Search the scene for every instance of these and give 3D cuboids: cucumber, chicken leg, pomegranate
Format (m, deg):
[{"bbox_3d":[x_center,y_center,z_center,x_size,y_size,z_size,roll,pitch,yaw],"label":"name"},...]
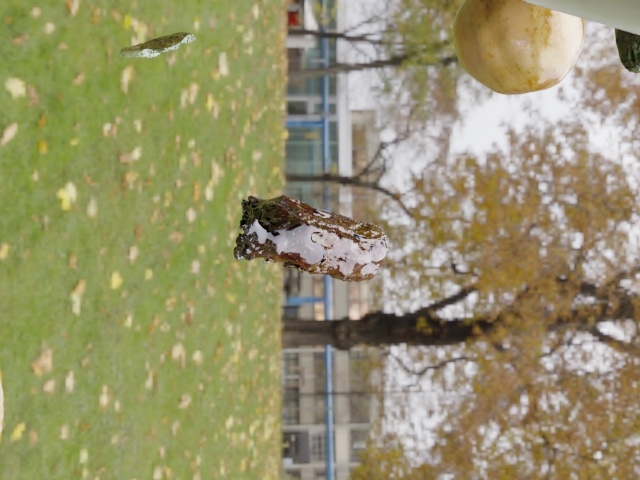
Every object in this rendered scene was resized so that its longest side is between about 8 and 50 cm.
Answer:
[{"bbox_3d":[0.548,-0.418,1.654,0.081,0.072,0.303,114,-16,-52],"label":"cucumber"},{"bbox_3d":[0.000,0.000,0.898,0.105,0.234,0.063,41,-70,41],"label":"chicken leg"},{"bbox_3d":[0.312,-0.329,1.476,0.207,0.207,0.207,179,-90,-85],"label":"pomegranate"}]

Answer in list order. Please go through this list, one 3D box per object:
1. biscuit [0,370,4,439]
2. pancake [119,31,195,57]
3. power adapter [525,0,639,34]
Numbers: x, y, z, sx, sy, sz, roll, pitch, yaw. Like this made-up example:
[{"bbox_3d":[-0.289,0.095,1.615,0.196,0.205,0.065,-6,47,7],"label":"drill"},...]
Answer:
[{"bbox_3d":[-0.478,0.188,1.128,0.296,0.102,0.296,-9,90,-77],"label":"biscuit"},{"bbox_3d":[-0.285,-0.335,1.617,0.116,0.129,0.022,9,-60,43],"label":"pancake"},{"bbox_3d":[0.228,-0.274,0.742,0.255,0.124,0.187,41,-34,54],"label":"power adapter"}]
